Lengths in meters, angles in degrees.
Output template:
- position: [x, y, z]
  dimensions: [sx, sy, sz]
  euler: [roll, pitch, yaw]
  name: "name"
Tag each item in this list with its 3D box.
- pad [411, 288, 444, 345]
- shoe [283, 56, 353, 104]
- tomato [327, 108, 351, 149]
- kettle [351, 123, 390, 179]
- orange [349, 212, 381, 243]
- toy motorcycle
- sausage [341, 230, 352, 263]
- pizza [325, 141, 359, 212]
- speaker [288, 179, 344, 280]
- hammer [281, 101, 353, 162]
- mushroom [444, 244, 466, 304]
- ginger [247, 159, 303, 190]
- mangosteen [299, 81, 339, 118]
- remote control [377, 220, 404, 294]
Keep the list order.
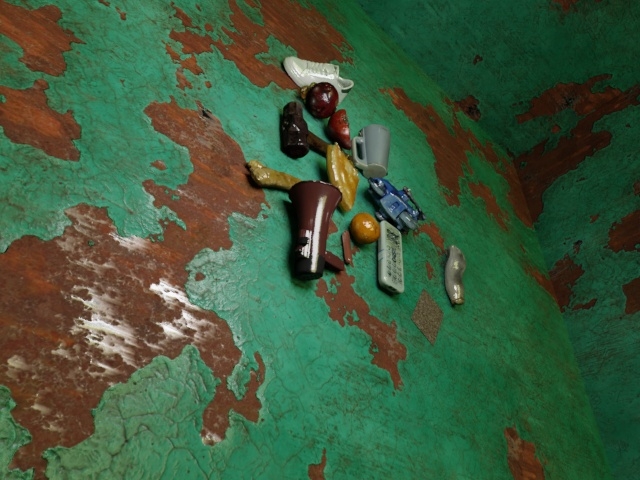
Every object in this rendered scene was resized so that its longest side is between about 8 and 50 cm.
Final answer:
- position: [0.468, 0.326, 1.958]
  dimensions: [0.158, 0.003, 0.235]
  euler: [50, 38, -7]
  name: "pad"
- position: [0.002, -0.784, 2.142]
  dimensions: [0.363, 0.160, 0.132]
  euler: [24, 46, -36]
  name: "shoe"
- position: [0.080, -0.496, 2.045]
  dimensions: [0.099, 0.173, 0.189]
  euler: [-6, 71, -4]
  name: "tomato"
- position: [0.237, -0.426, 2.153]
  dimensions: [0.210, 0.160, 0.243]
  euler: [24, 53, -27]
  name: "kettle"
- position: [0.178, -0.046, 1.825]
  dimensions: [0.135, 0.117, 0.135]
  euler: [48, -7, 8]
  name: "orange"
- position: [0.317, -0.162, 2.057]
  dimensions: [0.182, 0.241, 0.319]
  euler: [-43, 95, -12]
  name: "toy motorcycle"
- position: [0.104, 0.028, 1.756]
  dimensions: [0.030, 0.035, 0.147]
  euler: [43, 36, -49]
  name: "sausage"
- position: [0.092, -0.264, 1.894]
  dimensions: [0.228, 0.081, 0.290]
  euler: [-22, 96, -57]
  name: "pizza"
- position: [-0.021, -0.009, 1.603]
  dimensions: [0.259, 0.198, 0.330]
  euler: [68, 24, -68]
  name: "speaker"
- position: [-0.003, -0.404, 1.934]
  dimensions: [0.408, 0.095, 0.243]
  euler: [23, 48, -43]
  name: "hammer"
- position: [0.658, 0.166, 2.216]
  dimensions: [0.109, 0.097, 0.351]
  euler: [34, 46, -23]
  name: "mushroom"
- position: [-0.133, -0.211, 1.648]
  dimensions: [0.298, 0.065, 0.118]
  euler: [18, 38, -39]
  name: "ginger"
- position: [-0.003, -0.644, 2.046]
  dimensions: [0.180, 0.166, 0.166]
  euler: [31, 36, 11]
  name: "mangosteen"
- position: [0.289, 0.070, 1.902]
  dimensions: [0.128, 0.065, 0.335]
  euler: [31, 44, -27]
  name: "remote control"
